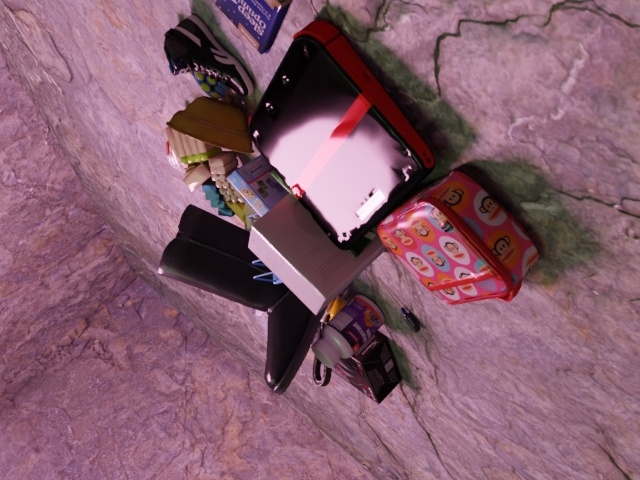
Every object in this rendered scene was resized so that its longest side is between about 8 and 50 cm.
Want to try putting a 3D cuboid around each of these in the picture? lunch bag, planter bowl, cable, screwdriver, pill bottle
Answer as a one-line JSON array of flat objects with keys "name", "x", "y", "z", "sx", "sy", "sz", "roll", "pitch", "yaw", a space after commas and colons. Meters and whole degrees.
[{"name": "lunch bag", "x": 0.253, "y": 0.015, "z": 1.384, "sx": 0.258, "sy": 0.120, "sz": 0.293, "roll": 46, "pitch": 162, "yaw": -4}, {"name": "planter bowl", "x": -0.245, "y": -0.282, "z": 1.798, "sx": 0.217, "sy": 0.090, "sz": 0.217, "roll": 19, "pitch": -169, "yaw": -4}, {"name": "cable", "x": -0.001, "y": 0.256, "z": 2.138, "sx": 0.140, "sy": 0.287, "sz": 0.072, "roll": 14, "pitch": 177, "yaw": 45}, {"name": "screwdriver", "x": 0.192, "y": 0.154, "z": 1.882, "sx": 0.025, "sy": 0.024, "sz": 0.169, "roll": -31, "pitch": 94, "yaw": 39}, {"name": "pill bottle", "x": 0.069, "y": 0.242, "z": 2.022, "sx": 0.108, "sy": 0.193, "sz": 0.108, "roll": 40, "pitch": 158, "yaw": 20}]

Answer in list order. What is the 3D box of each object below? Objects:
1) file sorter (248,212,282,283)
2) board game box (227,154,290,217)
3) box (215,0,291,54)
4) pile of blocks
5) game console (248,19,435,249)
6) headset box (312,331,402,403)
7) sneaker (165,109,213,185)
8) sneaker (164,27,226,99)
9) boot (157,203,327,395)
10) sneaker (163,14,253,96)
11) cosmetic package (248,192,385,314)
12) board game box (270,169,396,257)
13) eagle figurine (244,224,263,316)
[{"name": "file sorter", "x": -0.107, "y": 0.013, "z": 1.914, "sx": 0.118, "sy": 0.105, "sz": 0.170, "roll": -16, "pitch": 74, "yaw": 36}, {"name": "board game box", "x": -0.109, "y": -0.102, "z": 1.833, "sx": 0.211, "sy": 0.160, "sz": 0.039, "roll": 48, "pitch": 120, "yaw": -2}, {"name": "box", "x": -0.131, "y": -0.439, "z": 1.434, "sx": 0.136, "sy": 0.036, "sz": 0.225, "roll": 48, "pitch": 161, "yaw": 0}, {"name": "pile of blocks", "x": -0.261, "y": -0.173, "z": 2.028, "sx": 0.149, "sy": 0.112, "sz": 0.362, "roll": -33, "pitch": 96, "yaw": 28}, {"name": "game console", "x": 0.022, "y": -0.184, "z": 1.436, "sx": 0.342, "sy": 0.060, "sz": 0.386, "roll": 50, "pitch": 149, "yaw": 4}, {"name": "headset box", "x": 0.079, "y": 0.319, "z": 2.257, "sx": 0.293, "sy": 0.110, "sz": 0.218, "roll": 29, "pitch": 153, "yaw": 40}, {"name": "sneaker", "x": -0.396, "y": -0.275, "z": 2.166, "sx": 0.145, "sy": 0.090, "sz": 0.270, "roll": 31, "pitch": 156, "yaw": 33}, {"name": "sneaker", "x": -0.283, "y": -0.408, "z": 1.764, "sx": 0.188, "sy": 0.067, "sz": 0.078, "roll": 49, "pitch": -179, "yaw": -7}, {"name": "boot", "x": -0.220, "y": 0.149, "z": 2.001, "sx": 0.445, "sy": 0.366, "sz": 0.146, "roll": 27, "pitch": 158, "yaw": -6}, {"name": "sneaker", "x": -0.257, "y": -0.374, "z": 1.670, "sx": 0.217, "sy": 0.121, "sz": 0.079, "roll": 49, "pitch": 160, "yaw": -2}, {"name": "cosmetic package", "x": 0.000, "y": 0.000, "z": 1.686, "sx": 0.225, "sy": 0.224, "sz": 0.138, "roll": 44, "pitch": 159, "yaw": 10}, {"name": "board game box", "x": 0.028, "y": -0.102, "z": 1.600, "sx": 0.259, "sy": 0.136, "sz": 0.030, "roll": 45, "pitch": -159, "yaw": 9}, {"name": "eagle figurine", "x": -0.175, "y": 0.069, "z": 2.216, "sx": 0.298, "sy": 0.226, "sz": 0.225, "roll": 39, "pitch": 178, "yaw": 8}]
